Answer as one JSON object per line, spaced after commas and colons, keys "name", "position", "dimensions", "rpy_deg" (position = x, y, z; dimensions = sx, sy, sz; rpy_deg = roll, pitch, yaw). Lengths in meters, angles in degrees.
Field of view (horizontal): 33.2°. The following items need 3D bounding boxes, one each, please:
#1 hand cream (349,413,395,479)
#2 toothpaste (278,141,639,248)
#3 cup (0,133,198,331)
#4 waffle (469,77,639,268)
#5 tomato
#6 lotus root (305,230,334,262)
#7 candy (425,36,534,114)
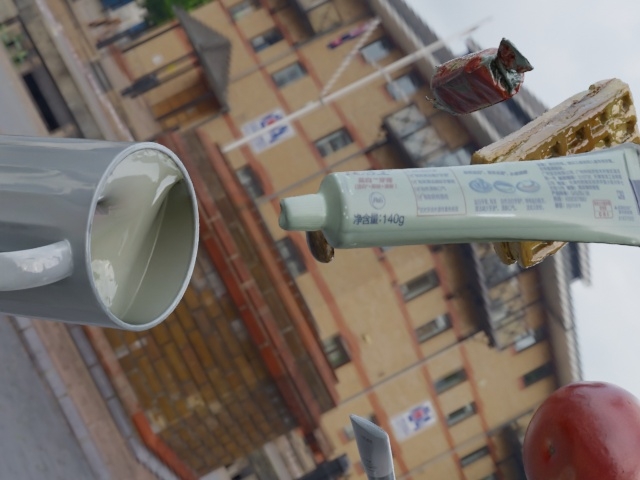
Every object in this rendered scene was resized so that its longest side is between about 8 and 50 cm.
{"name": "hand cream", "position": [0.097, 0.383, 1.902], "dimensions": [0.079, 0.048, 0.255], "rpy_deg": [22, -31, 24]}
{"name": "toothpaste", "position": [0.102, -0.025, 0.701], "dimensions": [0.069, 0.269, 0.047], "rpy_deg": [-112, -155, -42]}
{"name": "cup", "position": [-0.371, -0.005, 1.336], "dimensions": [0.323, 0.327, 0.236], "rpy_deg": [-29, 121, -60]}
{"name": "waffle", "position": [0.413, -0.117, 1.814], "dimensions": [0.098, 0.328, 0.224], "rpy_deg": [27, -39, 53]}
{"name": "tomato", "position": [0.336, 0.270, 1.342], "dimensions": [0.195, 0.136, 0.195], "rpy_deg": [-26, -121, 53]}
{"name": "lotus root", "position": [-0.002, 0.001, 1.511], "dimensions": [0.037, 0.030, 0.083], "rpy_deg": [-129, -158, -51]}
{"name": "candy", "position": [0.223, -0.229, 1.541], "dimensions": [0.086, 0.059, 0.292], "rpy_deg": [39, -15, -13]}
